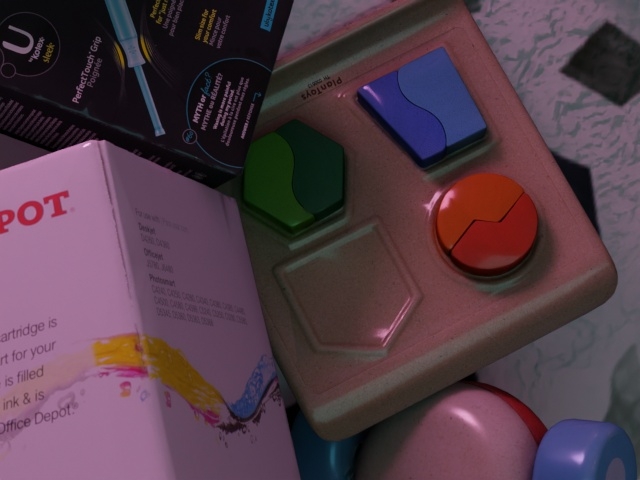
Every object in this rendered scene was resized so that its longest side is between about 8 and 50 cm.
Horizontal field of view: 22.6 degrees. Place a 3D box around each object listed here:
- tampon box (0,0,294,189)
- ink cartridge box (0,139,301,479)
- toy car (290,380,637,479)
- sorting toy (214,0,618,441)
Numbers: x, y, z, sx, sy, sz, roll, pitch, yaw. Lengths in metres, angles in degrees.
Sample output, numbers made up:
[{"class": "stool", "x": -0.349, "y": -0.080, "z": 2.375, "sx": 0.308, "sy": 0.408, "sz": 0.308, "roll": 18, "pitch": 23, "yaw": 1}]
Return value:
[{"class": "tampon box", "x": -0.117, "y": -0.109, "z": 0.919, "sx": 0.161, "sy": 0.101, "sz": 0.120, "roll": 21, "pitch": 75, "yaw": -17}, {"class": "ink cartridge box", "x": -0.136, "y": 0.113, "z": 0.855, "sx": 0.198, "sy": 0.197, "sz": 0.270, "roll": -16, "pitch": 78, "yaw": 16}, {"class": "toy car", "x": 0.126, "y": 0.202, "z": 1.067, "sx": 0.238, "sy": 0.219, "sz": 0.210, "roll": 11, "pitch": 83, "yaw": -55}, {"class": "sorting toy", "x": 0.000, "y": 0.000, "z": 0.983, "sx": 0.307, "sy": 0.041, "sz": 0.229, "roll": -27, "pitch": 81, "yaw": -4}]
